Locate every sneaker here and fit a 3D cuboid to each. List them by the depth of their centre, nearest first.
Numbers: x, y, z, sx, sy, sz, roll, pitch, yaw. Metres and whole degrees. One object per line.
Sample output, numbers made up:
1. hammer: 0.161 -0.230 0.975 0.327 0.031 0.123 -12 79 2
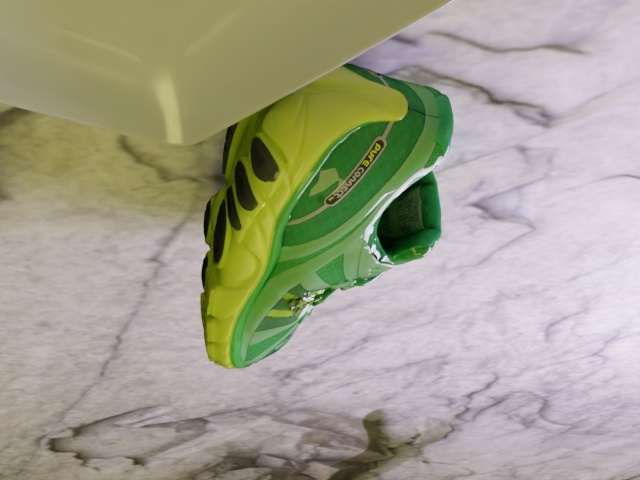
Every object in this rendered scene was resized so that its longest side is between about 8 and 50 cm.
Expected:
1. sneaker: 0.000 0.000 0.838 0.123 0.109 0.295 5 158 -9

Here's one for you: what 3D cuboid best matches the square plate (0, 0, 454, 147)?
1. square plate: -0.088 -0.145 0.533 0.344 0.049 0.347 14 154 -38
